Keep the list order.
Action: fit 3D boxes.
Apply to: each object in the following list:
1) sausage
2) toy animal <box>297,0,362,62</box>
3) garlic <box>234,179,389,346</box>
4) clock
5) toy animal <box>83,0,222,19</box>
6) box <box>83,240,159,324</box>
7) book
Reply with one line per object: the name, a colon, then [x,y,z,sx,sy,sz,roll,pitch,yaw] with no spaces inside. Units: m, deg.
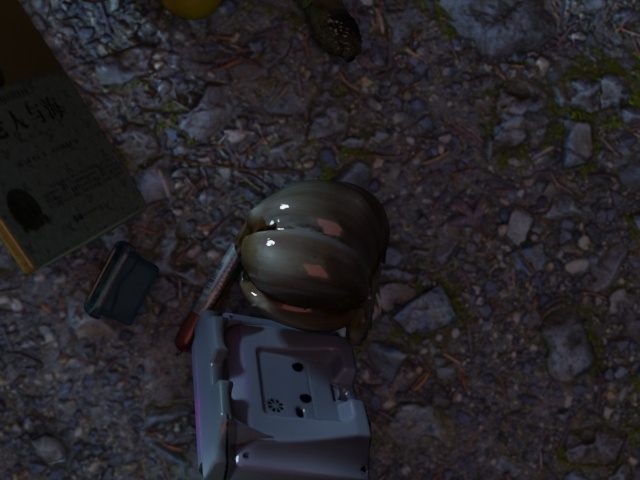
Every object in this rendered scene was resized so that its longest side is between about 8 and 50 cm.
sausage: [-0.123,0.049,1.272,0.029,0.029,0.223,32,84,-8]
toy animal: [-0.005,-0.330,1.284,0.086,0.069,0.219,-15,97,-31]
garlic: [0.000,0.000,1.201,0.191,0.160,0.214,24,62,-3]
clock: [-0.049,0.181,1.179,0.187,0.253,0.083,11,127,-20]
toy animal: [-0.224,-0.358,1.127,0.247,0.345,0.277,-21,126,-20]
box: [-0.241,0.055,1.232,0.054,0.074,0.099,28,85,-19]
book: [-0.362,-0.162,1.131,0.032,0.269,0.388,-30,97,23]
